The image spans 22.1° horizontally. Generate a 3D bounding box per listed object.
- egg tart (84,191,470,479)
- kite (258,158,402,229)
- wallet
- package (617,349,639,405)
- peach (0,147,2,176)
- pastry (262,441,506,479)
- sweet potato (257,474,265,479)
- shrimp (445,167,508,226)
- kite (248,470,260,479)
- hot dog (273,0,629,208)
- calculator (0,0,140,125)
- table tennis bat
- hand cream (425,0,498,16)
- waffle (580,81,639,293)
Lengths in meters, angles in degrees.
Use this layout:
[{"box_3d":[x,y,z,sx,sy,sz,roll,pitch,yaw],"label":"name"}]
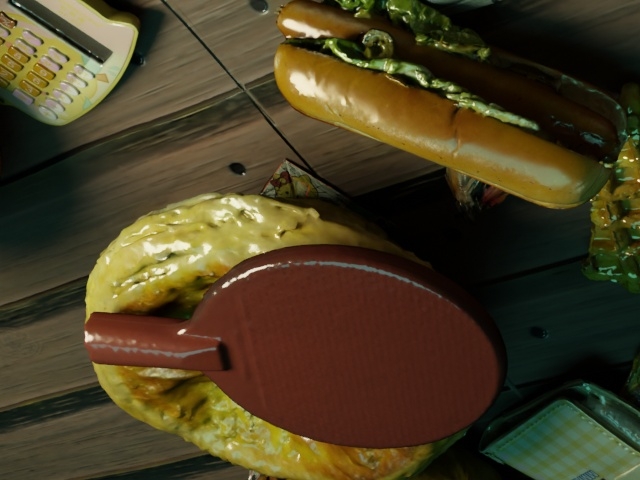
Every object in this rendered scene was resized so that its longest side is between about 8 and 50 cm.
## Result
[{"box_3d":[-0.031,0.086,1.721,0.443,0.178,0.443,10,138,10],"label":"egg tart"},{"box_3d":[0.000,0.000,1.754,0.198,0.006,0.244,2,137,22],"label":"kite"},{"box_3d":[0.359,0.267,1.849,0.309,0.077,0.223,29,152,-10],"label":"wallet"},{"box_3d":[0.383,0.162,1.756,0.120,0.031,0.108,20,143,0],"label":"package"},{"box_3d":[-0.503,-0.044,1.685,0.342,0.302,0.343,11,140,10],"label":"peach"},{"box_3d":[0.087,0.363,1.995,0.356,0.164,0.356,0,127,0],"label":"pastry"},{"box_3d":[0.017,0.347,2.121,0.218,0.051,0.065,26,135,-10],"label":"sweet potato"},{"box_3d":[0.158,-0.070,1.565,0.101,0.042,0.190,28,146,13],"label":"shrimp"},{"box_3d":[-0.065,0.229,1.974,0.011,0.139,0.157,12,102,-18],"label":"kite"},{"box_3d":[0.103,-0.135,1.434,0.337,0.135,0.100,23,145,14],"label":"hot dog"},{"box_3d":[-0.275,-0.195,1.627,0.157,0.033,0.236,33,142,-17],"label":"calculator"},{"box_3d":[-0.027,0.106,1.577,0.414,0.051,0.268,2,134,14],"label":"table tennis bat"},{"box_3d":[0.058,-0.306,1.334,0.124,0.078,0.340,-14,138,36],"label":"hand cream"},{"box_3d":[0.332,-0.036,1.529,0.291,0.051,0.291,13,142,11],"label":"waffle"}]
